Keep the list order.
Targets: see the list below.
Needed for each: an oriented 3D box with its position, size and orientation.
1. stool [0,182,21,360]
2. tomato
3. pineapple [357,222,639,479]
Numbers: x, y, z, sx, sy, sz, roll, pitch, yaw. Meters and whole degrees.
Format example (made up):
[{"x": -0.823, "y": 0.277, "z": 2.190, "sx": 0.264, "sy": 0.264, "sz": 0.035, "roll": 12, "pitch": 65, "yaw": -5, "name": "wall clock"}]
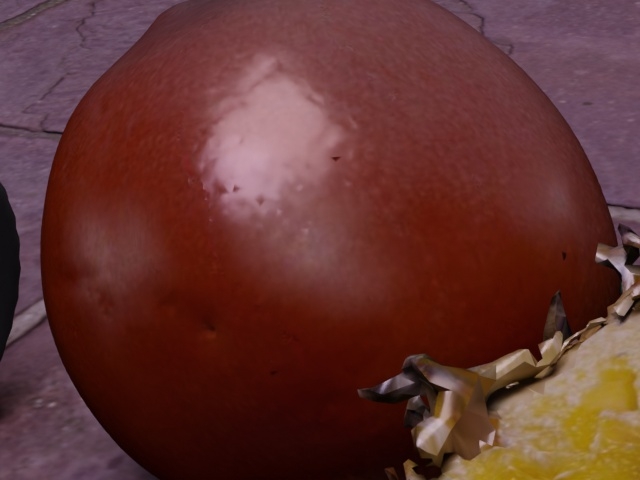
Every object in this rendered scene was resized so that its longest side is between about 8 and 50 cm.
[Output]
[{"x": -0.397, "y": 0.007, "z": 0.957, "sx": 0.330, "sy": 0.297, "sz": 0.297, "roll": 18, "pitch": 35, "yaw": 33, "name": "stool"}, {"x": 0.000, "y": 0.000, "z": 0.835, "sx": 0.321, "sy": 0.321, "sz": 0.321, "roll": -5, "pitch": 26, "yaw": 2, "name": "tomato"}, {"x": 0.165, "y": 0.180, "z": 0.436, "sx": 0.352, "sy": 0.300, "sz": 0.352, "roll": -9, "pitch": 35, "yaw": 6, "name": "pineapple"}]
